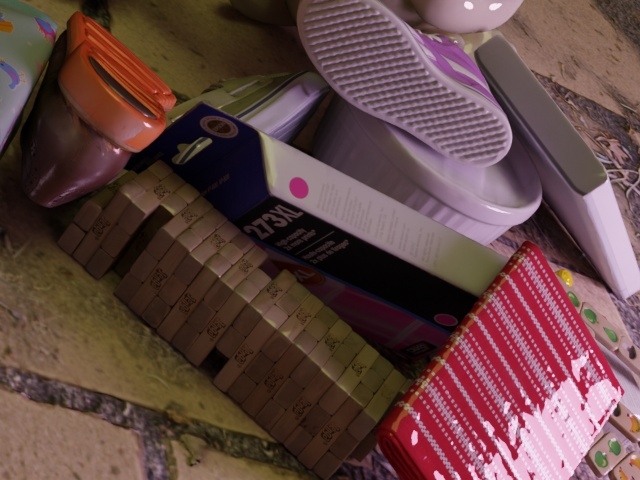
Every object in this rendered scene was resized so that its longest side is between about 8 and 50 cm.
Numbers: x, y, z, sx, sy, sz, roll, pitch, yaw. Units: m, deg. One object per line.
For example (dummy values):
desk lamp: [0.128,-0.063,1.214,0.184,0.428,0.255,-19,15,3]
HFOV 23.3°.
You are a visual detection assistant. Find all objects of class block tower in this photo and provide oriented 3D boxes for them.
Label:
block tower: [-0.071,0.069,1.387,0.335,0.091,0.097,40,29,2]

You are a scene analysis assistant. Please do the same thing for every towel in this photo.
towel: [0.169,0.157,1.417,0.275,0.031,0.199,-48,115,-36]

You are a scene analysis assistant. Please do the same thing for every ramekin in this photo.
ramekin: [0.113,-0.088,1.786,0.272,0.127,0.273,29,30,-18]

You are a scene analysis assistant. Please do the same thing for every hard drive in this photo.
hard drive: [0.297,-0.080,1.900,0.233,0.047,0.353,57,3,27]

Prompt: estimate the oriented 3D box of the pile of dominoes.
pile of dominoes: [0.291,0.146,1.568,0.251,0.040,0.196,40,41,-12]

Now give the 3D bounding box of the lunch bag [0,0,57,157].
lunch bag: [-0.372,-0.143,1.267,0.262,0.160,0.223,27,30,-9]

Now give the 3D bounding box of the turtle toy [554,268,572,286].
turtle toy: [0.244,0.076,1.759,0.130,0.095,0.066,11,61,-40]

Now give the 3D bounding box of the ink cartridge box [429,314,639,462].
ink cartridge box: [0.223,0.134,1.637,0.217,0.092,0.159,21,35,-33]

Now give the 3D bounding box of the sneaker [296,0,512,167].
sneaker: [0.081,-0.198,1.682,0.282,0.102,0.161,38,23,-25]

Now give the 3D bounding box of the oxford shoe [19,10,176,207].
oxford shoe: [-0.224,-0.121,1.452,0.130,0.133,0.364,41,8,-10]

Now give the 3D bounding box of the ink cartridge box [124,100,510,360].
ink cartridge box: [0.000,0.000,1.474,0.371,0.175,0.069,28,60,-22]

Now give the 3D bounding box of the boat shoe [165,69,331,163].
boat shoe: [-0.085,-0.132,1.642,0.094,0.109,0.302,41,31,6]

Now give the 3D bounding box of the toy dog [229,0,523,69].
toy dog: [0.085,-0.374,1.813,0.395,0.408,0.285,4,77,1]
